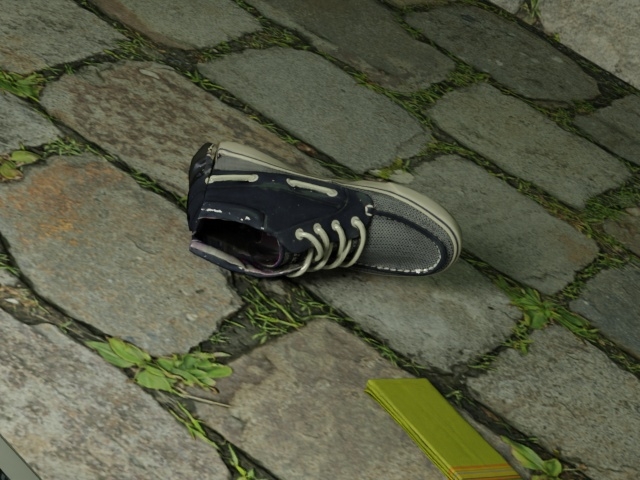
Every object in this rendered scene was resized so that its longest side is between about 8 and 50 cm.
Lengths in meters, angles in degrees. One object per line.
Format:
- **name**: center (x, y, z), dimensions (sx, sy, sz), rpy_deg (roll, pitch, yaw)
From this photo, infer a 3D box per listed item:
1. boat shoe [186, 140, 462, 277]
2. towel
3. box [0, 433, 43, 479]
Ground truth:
- **boat shoe**: center (0.000, 0.000, 1.933), dimensions (0.340, 0.127, 0.158), rpy_deg (15, 33, -4)
- **towel**: center (0.147, 0.224, 1.740), dimensions (0.102, 0.021, 0.237), rpy_deg (6, 31, -45)
- **box**: center (-0.272, 0.216, 1.161), dimensions (0.169, 0.087, 0.290), rpy_deg (51, 6, -13)
